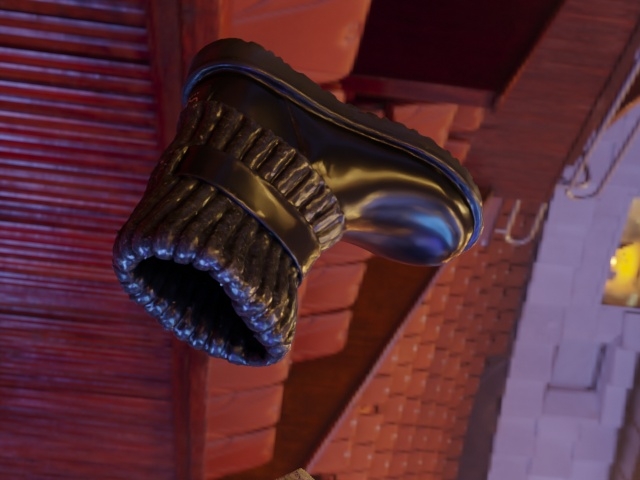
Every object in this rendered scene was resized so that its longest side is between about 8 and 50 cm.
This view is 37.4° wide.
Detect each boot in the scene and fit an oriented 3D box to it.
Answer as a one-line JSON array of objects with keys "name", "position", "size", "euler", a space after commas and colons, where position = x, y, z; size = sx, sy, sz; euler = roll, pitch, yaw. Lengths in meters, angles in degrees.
[{"name": "boot", "position": [-0.003, 0.002, 0.836], "size": [0.131, 0.348, 0.260], "euler": [-44, -151, 43]}]

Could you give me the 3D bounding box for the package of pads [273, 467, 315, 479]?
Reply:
[{"name": "package of pads", "position": [0.027, 0.431, 1.040], "size": [0.229, 0.101, 0.297], "euler": [26, -44, 67]}]
